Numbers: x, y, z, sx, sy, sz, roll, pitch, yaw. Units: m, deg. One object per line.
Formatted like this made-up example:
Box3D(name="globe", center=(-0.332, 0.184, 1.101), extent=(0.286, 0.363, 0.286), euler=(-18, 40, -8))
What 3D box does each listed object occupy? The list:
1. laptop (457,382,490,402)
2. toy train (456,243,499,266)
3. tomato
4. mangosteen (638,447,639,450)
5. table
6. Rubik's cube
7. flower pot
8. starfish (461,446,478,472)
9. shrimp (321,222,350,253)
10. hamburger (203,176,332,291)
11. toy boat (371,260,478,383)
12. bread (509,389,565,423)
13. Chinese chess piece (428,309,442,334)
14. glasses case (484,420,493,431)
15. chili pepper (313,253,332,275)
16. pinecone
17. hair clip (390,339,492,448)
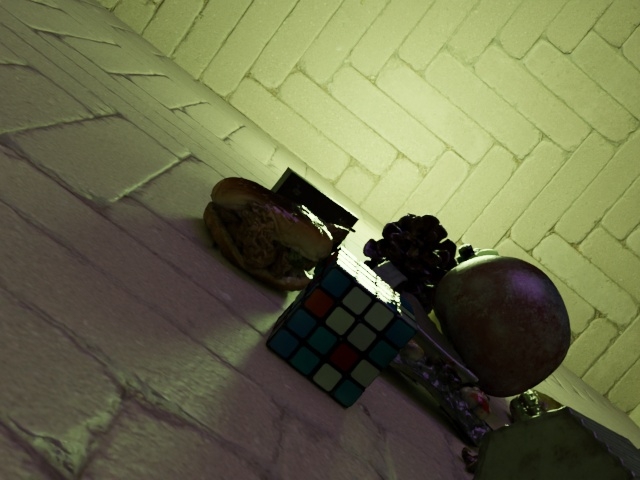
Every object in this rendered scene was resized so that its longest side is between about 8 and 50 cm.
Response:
Box3D(name="laptop", center=(0.263, 0.281, 1.561), extent=(0.269, 0.015, 0.187), euler=(41, 10, 13))
Box3D(name="toy train", center=(0.428, 0.128, 1.762), extent=(0.157, 0.105, 0.253), euler=(17, -46, 65))
Box3D(name="tomato", center=(0.392, 0.186, 1.554), extent=(0.316, 0.282, 0.317), euler=(-24, 90, -89))
Box3D(name="mangosteen", center=(0.630, 0.510, 1.385), extent=(0.215, 0.215, 0.257), euler=(33, -24, -32))
Box3D(name="table", center=(-0.016, -0.063, 1.814), extent=(0.240, 0.121, 0.111), euler=(33, 11, -28))
Box3D(name="Rubik's cube", center=(0.034, 0.120, 1.024), extent=(0.151, 0.154, 0.155), euler=(39, 10, -2))
Box3D(name="flower pot", center=(0.325, 0.347, 0.897), extent=(0.189, 0.209, 0.239), euler=(30, 14, -38))
Box3D(name="starfish", center=(0.260, 0.362, 1.126), extent=(0.091, 0.028, 0.078), euler=(40, 15, -8))
Box3D(name="shrimp", center=(0.000, 0.000, 1.563), extent=(0.287, 0.152, 0.063), euler=(26, 50, -73))
Box3D(name="hamburger", center=(-0.098, -0.020, 1.267), extent=(0.243, 0.146, 0.286), euler=(34, 9, 17))
Box3D(name="toy boat", center=(0.176, 0.157, 1.437), extent=(0.293, 0.111, 0.276), euler=(46, 10, -5))
Box3D(name="bread", center=(0.543, 0.434, 1.642), extent=(0.196, 0.102, 0.138), euler=(36, 7, -10))
Box3D(name="Chinese chess piece", center=(0.392, 0.264, 1.871), extent=(0.249, 0.103, 0.250), euler=(38, 8, -7))
Box3D(name="glasses case", center=(0.300, 0.349, 1.356), extent=(0.083, 0.023, 0.033), euler=(45, 6, 26))
Box3D(name="chili pepper", center=(0.087, 0.099, 1.575), extent=(0.253, 0.083, 0.099), euler=(25, 15, -37))
Box3D(name="pinecone", center=(0.222, 0.050, 1.748), extent=(0.244, 0.309, 0.244), euler=(8, 55, -12))
Box3D(name="hair clip", center=(0.190, 0.235, 1.269), extent=(0.321, 0.091, 0.138), euler=(39, 7, -3))
